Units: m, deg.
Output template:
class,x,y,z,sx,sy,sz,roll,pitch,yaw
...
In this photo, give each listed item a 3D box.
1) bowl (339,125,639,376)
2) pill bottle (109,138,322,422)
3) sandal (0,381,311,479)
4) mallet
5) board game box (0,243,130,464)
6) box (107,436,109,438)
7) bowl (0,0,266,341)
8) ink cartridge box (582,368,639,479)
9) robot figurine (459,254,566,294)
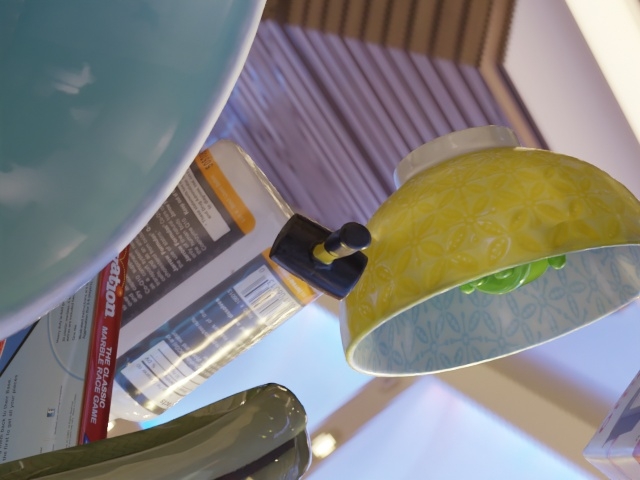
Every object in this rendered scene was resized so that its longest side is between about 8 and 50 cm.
class,x,y,z,sx,sy,sz,roll,pitch,yaw
bowl,0.140,-0.005,1.197,0.289,0.289,0.156,-24,-111,19
pill bottle,-0.141,0.053,1.182,0.278,0.162,0.162,-36,-154,2
sandal,-0.152,0.076,0.418,0.303,0.086,0.120,-14,-177,-22
mallet,0.000,0.000,0.852,0.039,0.062,0.189,-59,176,-8
board game box,-0.189,0.093,0.847,0.145,0.027,0.281,-9,-115,30
box,-0.257,0.239,1.537,0.059,0.232,0.183,-41,-152,-10
bowl,-0.159,-0.130,0.371,0.163,0.311,0.311,14,-130,31
ink cartridge box,0.326,0.110,1.030,0.226,0.131,0.306,-53,175,-6
robot figurine,0.160,0.009,1.191,0.101,0.067,0.115,-20,178,29
